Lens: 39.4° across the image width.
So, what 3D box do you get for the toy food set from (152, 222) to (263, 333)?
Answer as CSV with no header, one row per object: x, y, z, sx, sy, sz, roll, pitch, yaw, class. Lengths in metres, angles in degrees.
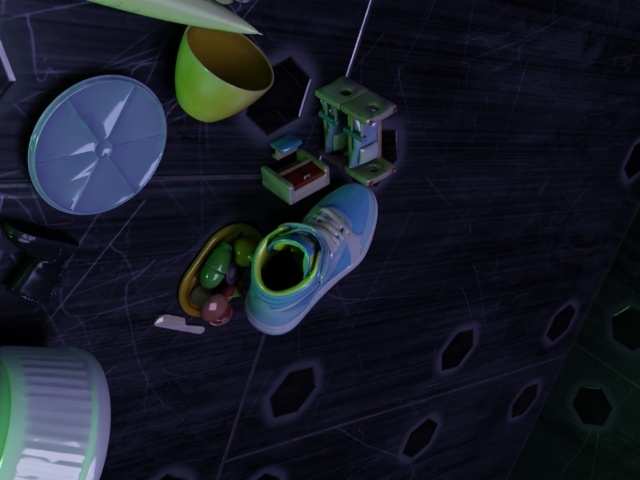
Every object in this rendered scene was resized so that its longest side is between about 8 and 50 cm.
-0.158,0.080,1.463,0.218,0.071,0.128,-55,143,2,toy food set

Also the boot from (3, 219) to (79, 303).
-0.390,0.030,1.200,0.121,0.045,0.099,22,105,-53,boot

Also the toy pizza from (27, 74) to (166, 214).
-0.295,-0.127,1.185,0.201,0.032,0.201,-27,135,-30,toy pizza

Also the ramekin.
-0.406,0.263,1.194,0.127,0.273,0.273,22,102,-41,ramekin

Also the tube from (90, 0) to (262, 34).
-0.187,-0.300,1.124,0.240,0.070,0.062,6,154,-45,tube

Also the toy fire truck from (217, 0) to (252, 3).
-0.137,-0.414,1.018,0.246,0.158,0.217,25,102,-40,toy fire truck

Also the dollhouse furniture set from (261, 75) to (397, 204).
0.014,-0.149,1.419,0.183,0.129,0.129,-31,137,-28,dollhouse furniture set

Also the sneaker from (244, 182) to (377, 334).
0.000,0.000,1.452,0.319,0.127,0.208,-53,170,-21,sneaker

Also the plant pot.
-0.145,-0.218,1.214,0.134,0.134,0.095,-4,146,-46,plant pot
